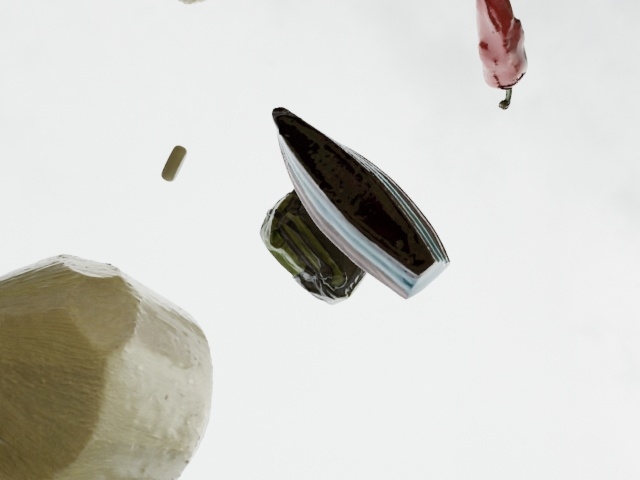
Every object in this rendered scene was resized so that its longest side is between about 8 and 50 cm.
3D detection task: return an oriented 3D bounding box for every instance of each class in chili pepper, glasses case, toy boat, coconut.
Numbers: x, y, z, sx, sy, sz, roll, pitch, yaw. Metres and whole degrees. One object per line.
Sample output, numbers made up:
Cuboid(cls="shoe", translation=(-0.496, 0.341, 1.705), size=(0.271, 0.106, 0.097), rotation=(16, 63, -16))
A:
Cuboid(cls="chili pepper", translation=(0.420, -0.458, 1.056), size=(0.110, 0.387, 0.110), rotation=(-13, -118, 25))
Cuboid(cls="glasses case", translation=(-0.316, -0.166, 0.973), size=(0.032, 0.021, 0.083), rotation=(25, -92, 3))
Cuboid(cls="toy boat", translation=(0.035, -0.082, 0.693), size=(0.136, 0.079, 0.392), rotation=(-39, -115, -3))
Cuboid(cls="coconut", translation=(-0.240, 0.138, 0.422), size=(0.237, 0.266, 0.237), rotation=(-20, -133, 24))

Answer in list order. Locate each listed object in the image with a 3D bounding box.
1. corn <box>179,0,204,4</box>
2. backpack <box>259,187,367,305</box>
Cuboid(cls="corn", translation=(-0.078, -0.427, 0.553), size=(0.130, 0.347, 0.130), rotation=(32, -136, -37))
Cuboid(cls="backpack", translation=(0.000, 0.000, 0.960), size=(0.253, 0.140, 0.207), rotation=(39, -118, -9))
